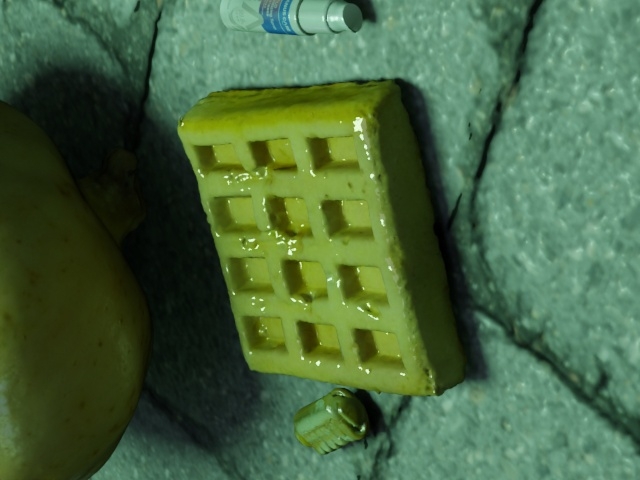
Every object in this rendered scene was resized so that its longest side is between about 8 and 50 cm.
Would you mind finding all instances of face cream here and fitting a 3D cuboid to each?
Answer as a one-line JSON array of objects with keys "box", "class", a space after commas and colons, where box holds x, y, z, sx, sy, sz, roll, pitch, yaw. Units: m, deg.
[{"box": [-0.021, -0.172, 1.264, 0.130, 0.034, 0.034, 11, 119, 43], "class": "face cream"}]

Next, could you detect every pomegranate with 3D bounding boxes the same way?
[{"box": [-0.320, 0.050, 1.461, 0.411, 0.411, 0.411, 25, 128, 37], "class": "pomegranate"}]

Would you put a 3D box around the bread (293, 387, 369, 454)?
[{"box": [0.010, 0.154, 1.415, 0.049, 0.033, 0.088, 46, 144, -3], "class": "bread"}]

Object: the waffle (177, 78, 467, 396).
[{"box": [0.000, 0.000, 1.321, 0.221, 0.055, 0.248, 2, 112, 47], "class": "waffle"}]
